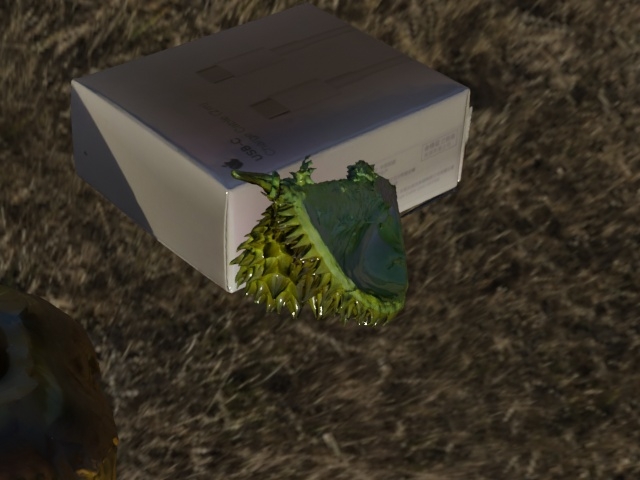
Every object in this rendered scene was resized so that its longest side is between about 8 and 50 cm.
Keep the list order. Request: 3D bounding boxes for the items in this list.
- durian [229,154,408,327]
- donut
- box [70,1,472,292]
[{"bbox_3d":[0.000,0.000,0.772,0.086,0.215,0.100,6,93,23],"label":"durian"},{"bbox_3d":[-0.290,0.124,0.916,0.330,0.330,0.160,13,110,-11],"label":"donut"},{"bbox_3d":[-0.039,-0.083,1.029,0.251,0.106,0.203,-26,45,-33],"label":"box"}]
